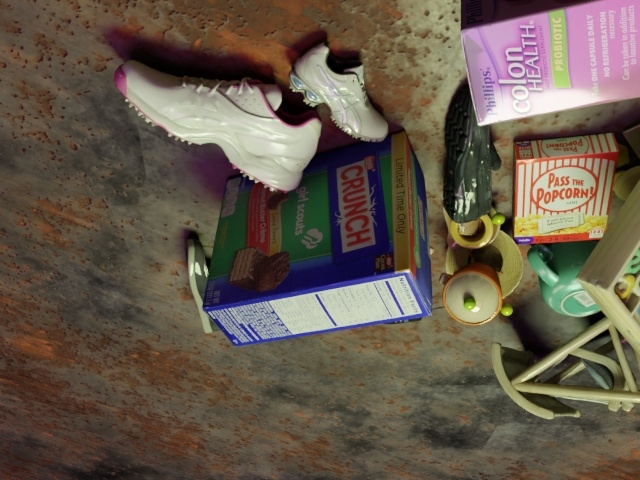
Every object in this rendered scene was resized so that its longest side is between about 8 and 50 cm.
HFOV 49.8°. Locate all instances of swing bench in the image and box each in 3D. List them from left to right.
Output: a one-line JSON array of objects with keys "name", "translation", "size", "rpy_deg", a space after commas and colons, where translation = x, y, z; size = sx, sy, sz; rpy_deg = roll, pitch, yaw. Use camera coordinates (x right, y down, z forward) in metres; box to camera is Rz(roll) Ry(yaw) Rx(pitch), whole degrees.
[{"name": "swing bench", "translation": [0.486, 0.249, 1.289], "size": [0.255, 0.165, 0.253], "rpy_deg": [-22, 158, 27]}]

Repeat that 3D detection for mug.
[{"name": "mug", "translation": [0.439, 0.073, 1.212], "size": [0.158, 0.097, 0.129], "rpy_deg": [0, 138, 5]}]

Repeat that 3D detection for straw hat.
[{"name": "straw hat", "translation": [0.292, 0.034, 1.207], "size": [0.145, 0.061, 0.144], "rpy_deg": [10, 110, 29]}]

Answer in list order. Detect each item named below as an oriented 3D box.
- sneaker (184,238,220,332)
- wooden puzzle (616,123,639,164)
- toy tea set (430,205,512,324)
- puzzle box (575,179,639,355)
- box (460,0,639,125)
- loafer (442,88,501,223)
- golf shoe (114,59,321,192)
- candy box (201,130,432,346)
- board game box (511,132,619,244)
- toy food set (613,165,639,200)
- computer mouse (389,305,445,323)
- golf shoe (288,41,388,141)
[{"name": "sneaker", "translation": [-0.187, 0.076, 1.316], "size": [0.118, 0.083, 0.222], "rpy_deg": [-13, 131, -7]}, {"name": "wooden puzzle", "translation": [0.489, -0.155, 1.015], "size": [0.116, 0.014, 0.078], "rpy_deg": [-21, 136, 27]}, {"name": "toy tea set", "translation": [0.152, 0.057, 1.156], "size": [0.336, 0.124, 0.199], "rpy_deg": [-13, 100, 22]}, {"name": "puzzle box", "translation": [0.548, 0.042, 1.036], "size": [0.409, 0.272, 0.052], "rpy_deg": [37, 175, -40]}, {"name": "box", "translation": [0.284, -0.249, 0.762], "size": [0.243, 0.213, 0.117], "rpy_deg": [-9, 127, 19]}, {"name": "loafer", "translation": [0.231, -0.126, 1.033], "size": [0.078, 0.076, 0.223], "rpy_deg": [-13, 129, -10]}, {"name": "golf shoe", "translation": [-0.137, -0.193, 0.991], "size": [0.306, 0.115, 0.140], "rpy_deg": [27, 114, -21]}, {"name": "candy box", "translation": [0.000, 0.000, 1.052], "size": [0.317, 0.268, 0.122], "rpy_deg": [-12, 139, 18]}, {"name": "board game box", "translation": [0.379, -0.077, 1.090], "size": [0.147, 0.045, 0.193], "rpy_deg": [-5, 137, 11]}, {"name": "toy food set", "translation": [0.502, -0.089, 1.081], "size": [0.083, 0.020, 0.083], "rpy_deg": [-30, 127, 33]}, {"name": "computer mouse", "translation": [0.218, 0.121, 1.344], "size": [0.242, 0.041, 0.071], "rpy_deg": [-7, 136, 4]}, {"name": "golf shoe", "translation": [0.043, -0.207, 0.970], "size": [0.176, 0.069, 0.086], "rpy_deg": [31, 127, -27]}]
